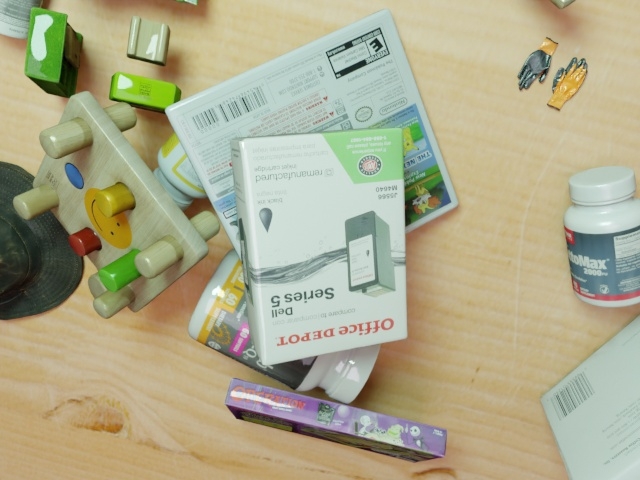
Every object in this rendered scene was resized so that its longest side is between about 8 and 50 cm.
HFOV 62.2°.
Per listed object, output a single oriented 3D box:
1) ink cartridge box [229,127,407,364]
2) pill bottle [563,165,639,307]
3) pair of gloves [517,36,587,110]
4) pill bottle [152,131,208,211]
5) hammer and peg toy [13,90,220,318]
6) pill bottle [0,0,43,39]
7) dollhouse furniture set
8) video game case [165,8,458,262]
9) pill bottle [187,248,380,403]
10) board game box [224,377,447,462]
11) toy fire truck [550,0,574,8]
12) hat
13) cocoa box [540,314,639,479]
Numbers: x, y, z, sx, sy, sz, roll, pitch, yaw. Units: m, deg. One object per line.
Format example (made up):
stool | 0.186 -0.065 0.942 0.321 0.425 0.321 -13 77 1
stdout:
ink cartridge box | 0.000 0.000 0.680 0.198 0.115 0.273 -8 103 -15
pill bottle | 0.406 -0.007 0.753 0.107 0.108 0.180 -13 109 13
pair of gloves | 0.319 -0.228 0.730 0.083 0.010 0.074 29 113 -3
pill bottle | -0.174 -0.128 0.789 0.184 0.103 0.103 -41 101 20
hammer and peg toy | -0.325 -0.019 0.774 0.361 0.127 0.266 -31 97 46
pill bottle | -0.428 -0.363 0.744 0.078 0.078 0.137 30 113 -5
dollhouse furniture set | -0.273 -0.343 0.739 0.197 0.151 0.302 8 96 -17
video game case | 0.004 -0.111 0.739 0.328 0.036 0.300 -27 107 -9
pill bottle | -0.054 0.140 0.848 0.278 0.162 0.162 27 113 -3
board game box | 0.018 0.312 0.904 0.346 0.208 0.056 13 69 2
toy fire truck | 0.259 -0.416 0.600 0.216 0.159 0.246 -27 117 17
hat | -0.589 0.025 0.894 0.330 0.134 0.332 3 111 7
cocoa box | 0.552 0.258 0.771 0.227 0.231 0.347 35 112 -7
